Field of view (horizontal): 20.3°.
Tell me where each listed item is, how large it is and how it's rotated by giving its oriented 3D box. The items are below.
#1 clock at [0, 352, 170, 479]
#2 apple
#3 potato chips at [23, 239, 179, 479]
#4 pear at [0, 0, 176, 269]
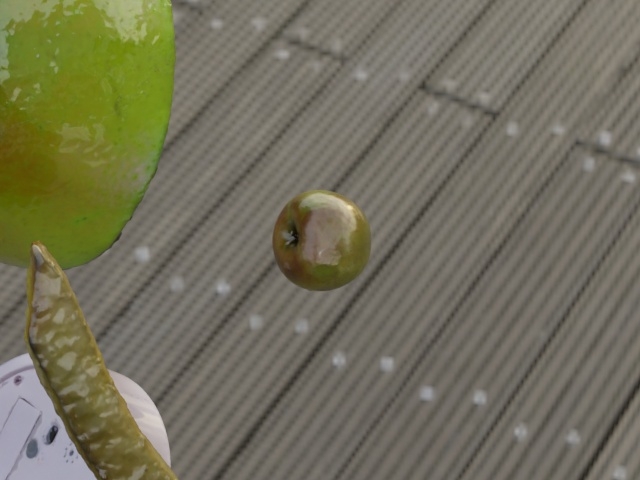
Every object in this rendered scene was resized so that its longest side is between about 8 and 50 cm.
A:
[{"bbox_3d":[-0.216,0.191,1.429,0.197,0.068,0.196,-13,66,31],"label":"clock"},{"bbox_3d":[0.000,0.000,1.557,0.074,0.089,0.089,1,32,-48],"label":"apple"},{"bbox_3d":[-0.115,0.171,1.265,0.080,0.407,0.057,-32,23,2],"label":"potato chips"},{"bbox_3d":[-0.313,-0.154,1.518,0.399,0.398,0.165,32,28,29],"label":"pear"}]
